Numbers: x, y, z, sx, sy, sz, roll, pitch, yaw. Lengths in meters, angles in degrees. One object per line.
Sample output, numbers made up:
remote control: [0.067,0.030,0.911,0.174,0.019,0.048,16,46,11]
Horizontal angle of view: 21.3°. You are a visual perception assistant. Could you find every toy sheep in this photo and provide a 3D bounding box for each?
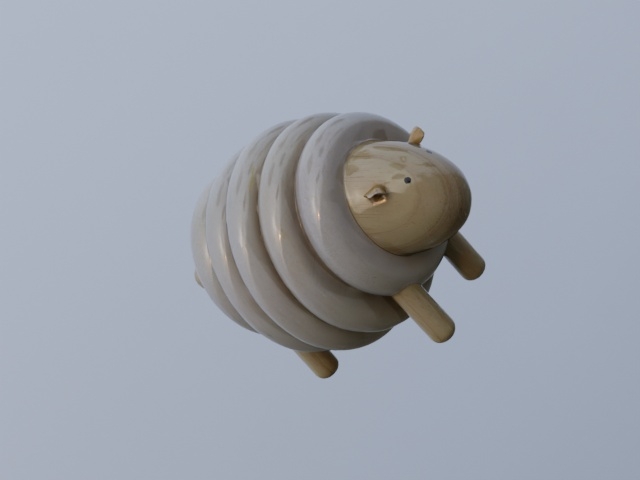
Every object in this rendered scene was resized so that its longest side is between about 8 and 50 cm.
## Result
toy sheep: [0.000,0.000,0.591,0.132,0.091,0.091,-24,1,41]
